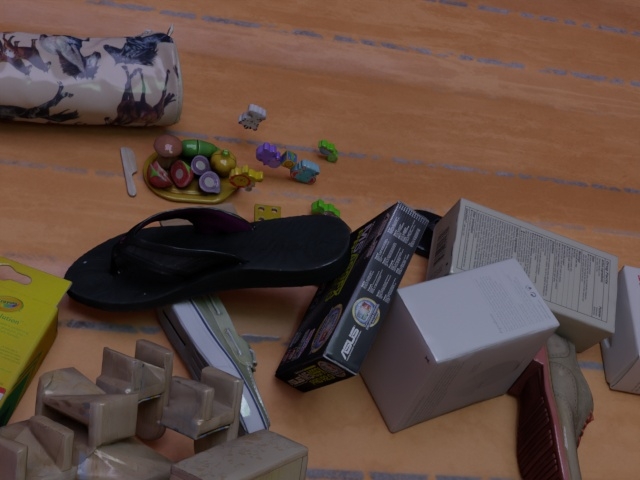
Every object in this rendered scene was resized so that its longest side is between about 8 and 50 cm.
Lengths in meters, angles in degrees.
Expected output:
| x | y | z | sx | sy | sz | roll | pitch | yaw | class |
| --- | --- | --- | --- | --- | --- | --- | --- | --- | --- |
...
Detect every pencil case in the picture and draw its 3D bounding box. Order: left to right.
| x | y | z | sx | sy | sz | roll | pitch | yaw | class |
| --- | --- | --- | --- | --- | --- | --- | --- | --- | --- |
| -0.454 | -0.298 | 1.650 | 0.411 | 0.160 | 0.183 | -1 | 69 | -17 | pencil case |

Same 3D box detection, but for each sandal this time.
| x | y | z | sx | sy | sz | roll | pitch | yaw | class |
| --- | --- | --- | --- | --- | --- | --- | --- | --- | --- |
| -0.178 | 0.004 | 1.418 | 0.446 | 0.107 | 0.167 | -8 | 40 | 3 | sandal |
| 0.260 | 0.003 | 1.694 | 0.255 | 0.054 | 0.097 | 23 | 49 | 2 | sandal |

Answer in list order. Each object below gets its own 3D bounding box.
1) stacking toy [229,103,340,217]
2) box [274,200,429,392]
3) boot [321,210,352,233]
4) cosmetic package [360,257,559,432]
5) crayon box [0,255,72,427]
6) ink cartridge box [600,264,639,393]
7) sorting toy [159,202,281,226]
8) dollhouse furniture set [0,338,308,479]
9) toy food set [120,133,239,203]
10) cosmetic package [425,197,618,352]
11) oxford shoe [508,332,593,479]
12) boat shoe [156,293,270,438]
| x | y | z | sx | sy | sz | roll | pitch | yaw | class |
| --- | --- | --- | --- | --- | --- | --- | --- | --- | --- |
| -0.060 | -0.137 | 1.697 | 0.221 | 0.052 | 0.167 | 23 | 49 | -26 | stacking toy |
| 0.044 | 0.090 | 1.408 | 0.060 | 0.216 | 0.270 | 32 | 66 | -10 | box |
| 0.000 | 0.000 | 1.617 | 0.059 | 0.084 | 0.158 | 42 | 24 | 6 | boot |
| 0.204 | 0.162 | 1.438 | 0.225 | 0.224 | 0.138 | -14 | 58 | -26 | cosmetic package |
| -0.510 | 0.162 | 1.316 | 0.202 | 0.081 | 0.318 | 21 | 50 | 0 | crayon box |
| 0.643 | 0.175 | 1.631 | 0.273 | 0.114 | 0.198 | 11 | 50 | -8 | ink cartridge box |
| -0.181 | 0.008 | 1.562 | 0.275 | 0.046 | 0.132 | -13 | 57 | -25 | sorting toy |
| -0.230 | 0.318 | 1.113 | 0.394 | 0.256 | 0.362 | 15 | 13 | 33 | dollhouse furniture set |
| -0.242 | -0.136 | 1.644 | 0.218 | 0.071 | 0.128 | 2 | 52 | -15 | toy food set |
| 0.347 | 0.062 | 1.598 | 0.310 | 0.113 | 0.160 | 21 | 58 | -10 | cosmetic package |
| 0.385 | 0.283 | 1.466 | 0.130 | 0.123 | 0.348 | 12 | 51 | -14 | oxford shoe |
| -0.145 | 0.178 | 1.400 | 0.094 | 0.109 | 0.302 | -17 | 56 | -30 | boat shoe |
